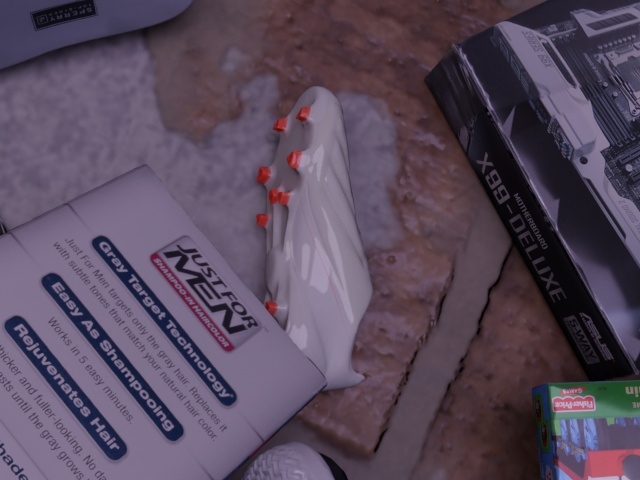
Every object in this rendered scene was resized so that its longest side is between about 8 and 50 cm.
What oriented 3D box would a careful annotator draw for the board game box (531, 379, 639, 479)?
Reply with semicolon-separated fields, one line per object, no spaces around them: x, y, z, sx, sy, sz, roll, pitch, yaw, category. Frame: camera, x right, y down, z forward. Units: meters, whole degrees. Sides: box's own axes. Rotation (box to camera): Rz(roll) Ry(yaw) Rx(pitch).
0.214;0.187;0.675;0.160;0.039;0.211;-2;78;-6;board game box

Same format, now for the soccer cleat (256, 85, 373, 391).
0.000;0.000;0.741;0.076;0.068;0.196;10;79;-25;soccer cleat

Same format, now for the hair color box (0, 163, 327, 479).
-0.162;0.106;0.566;0.174;0.105;0.347;50;38;3;hair color box

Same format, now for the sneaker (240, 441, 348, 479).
0.043;0.207;0.660;0.153;0.101;0.268;-24;119;-26;sneaker

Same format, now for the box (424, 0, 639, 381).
0.264;-0.080;0.799;0.307;0.076;0.242;-26;85;-15;box

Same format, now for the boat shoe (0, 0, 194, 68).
-0.192;-0.165;0.724;0.228;0.080;0.076;-16;55;-12;boat shoe

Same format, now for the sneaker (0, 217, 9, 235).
-0.255;-0.036;0.682;0.178;0.077;0.072;45;75;-2;sneaker
